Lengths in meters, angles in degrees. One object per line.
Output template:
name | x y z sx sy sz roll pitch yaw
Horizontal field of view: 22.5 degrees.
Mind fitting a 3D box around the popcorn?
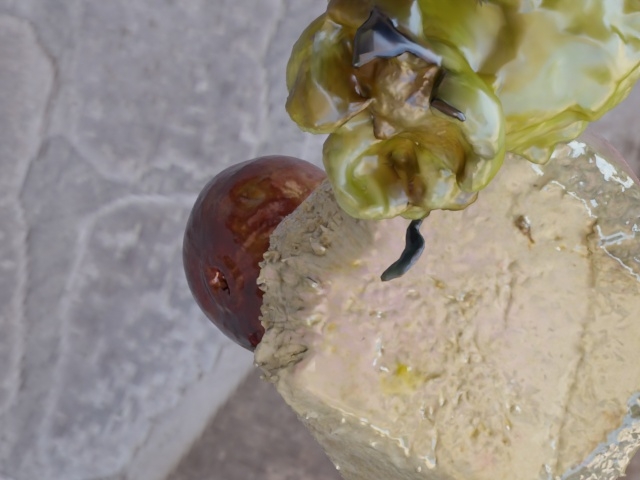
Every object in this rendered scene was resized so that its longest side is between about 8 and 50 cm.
popcorn | 0.076 -0.099 0.758 0.173 0.168 0.195 117 -10 -60

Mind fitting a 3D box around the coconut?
coconut | 0.099 0.040 1.117 0.309 0.297 0.297 -47 150 -84

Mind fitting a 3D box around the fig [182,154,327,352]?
fig | -0.013 0.009 1.609 0.249 0.204 0.186 -18 163 -48
